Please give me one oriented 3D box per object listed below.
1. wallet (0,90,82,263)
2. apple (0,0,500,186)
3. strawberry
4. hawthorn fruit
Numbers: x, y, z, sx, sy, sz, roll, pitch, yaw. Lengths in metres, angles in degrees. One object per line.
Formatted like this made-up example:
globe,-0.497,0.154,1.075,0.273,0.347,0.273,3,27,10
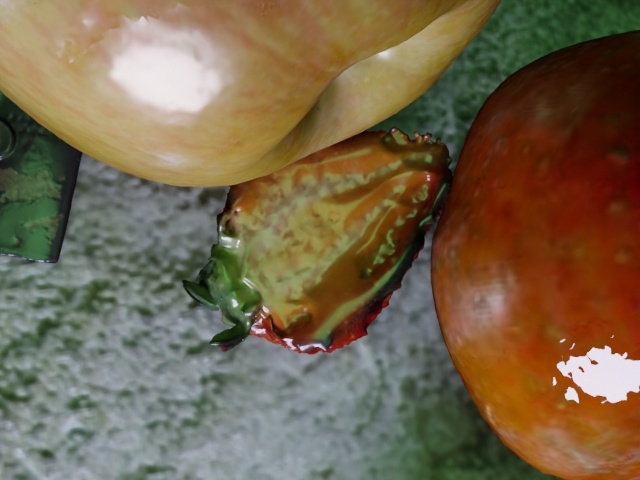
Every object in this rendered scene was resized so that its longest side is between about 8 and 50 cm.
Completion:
wallet,-0.207,-0.064,0.850,0.082,0.018,0.157,13,80,-2
apple,-0.057,-0.222,0.709,0.391,0.391,0.346,-31,89,-10
strawberry,-0.003,0.001,0.822,0.140,0.085,0.192,24,76,2
hawthorn fruit,0.194,0.005,0.756,0.284,0.284,0.284,1,79,-5
